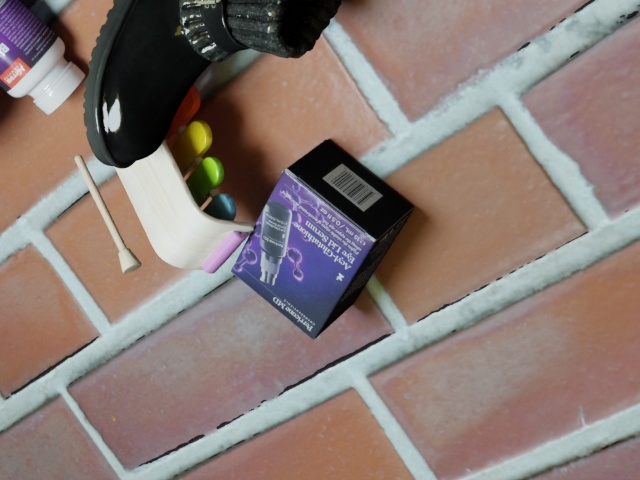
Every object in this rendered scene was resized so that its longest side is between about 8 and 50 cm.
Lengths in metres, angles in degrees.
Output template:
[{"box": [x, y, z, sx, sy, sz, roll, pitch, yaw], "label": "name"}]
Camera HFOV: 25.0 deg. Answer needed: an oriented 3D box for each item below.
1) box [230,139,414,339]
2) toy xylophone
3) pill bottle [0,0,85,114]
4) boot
[{"box": [0.000, 0.000, 1.884, 0.153, 0.108, 0.207, 38, 130, 11], "label": "box"}, {"box": [-0.223, -0.096, 1.937, 0.236, 0.081, 0.322, -34, 73, 47], "label": "toy xylophone"}, {"box": [-0.427, -0.269, 2.014, 0.193, 0.108, 0.108, 42, 134, -17], "label": "pill bottle"}, {"box": [-0.131, -0.233, 1.748, 0.260, 0.131, 0.348, 17, 91, 28], "label": "boot"}]
